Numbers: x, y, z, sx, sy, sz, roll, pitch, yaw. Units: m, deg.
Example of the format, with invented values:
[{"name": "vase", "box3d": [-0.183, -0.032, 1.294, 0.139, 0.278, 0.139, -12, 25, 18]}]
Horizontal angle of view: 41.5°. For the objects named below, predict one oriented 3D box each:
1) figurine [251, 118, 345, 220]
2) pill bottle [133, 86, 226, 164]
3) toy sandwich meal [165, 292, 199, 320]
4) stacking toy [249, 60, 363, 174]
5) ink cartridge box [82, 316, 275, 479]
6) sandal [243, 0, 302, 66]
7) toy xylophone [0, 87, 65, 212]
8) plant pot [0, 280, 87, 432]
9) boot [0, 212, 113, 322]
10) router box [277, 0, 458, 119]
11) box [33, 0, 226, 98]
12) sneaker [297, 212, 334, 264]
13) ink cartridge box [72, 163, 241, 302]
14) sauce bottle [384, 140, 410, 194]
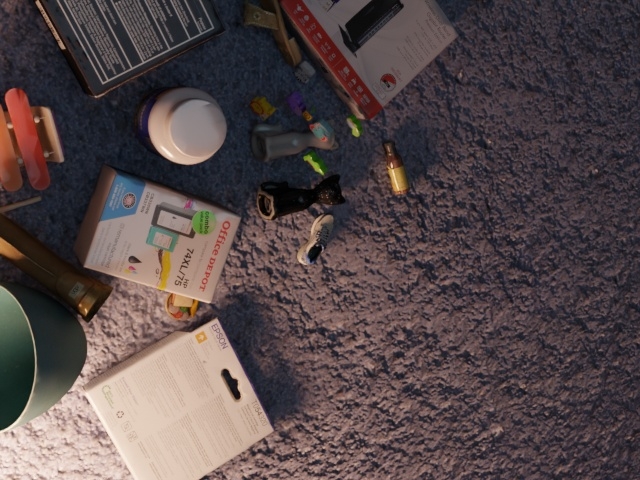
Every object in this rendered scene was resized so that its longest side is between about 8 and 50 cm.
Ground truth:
[{"name": "figurine", "box3d": [-0.041, -0.167, 1.911, 0.210, 0.092, 0.214, -12, 103, -28]}, {"name": "pill bottle", "box3d": [-0.278, -0.232, 1.692, 0.153, 0.272, 0.152, -4, 101, -22]}, {"name": "toy sandwich meal", "box3d": [-0.305, 0.139, 1.881, 0.086, 0.029, 0.085, -4, 101, -21]}, {"name": "stacking toy", "box3d": [-0.025, -0.269, 1.854, 0.221, 0.052, 0.167, 47, 59, -6]}, {"name": "ink cartridge box", "box3d": [-0.312, 0.380, 1.903, 0.330, 0.071, 0.324, -29, 109, -18]}, {"name": "sandal", "box3d": [-0.126, -0.470, 1.813, 0.079, 0.088, 0.240, -35, 116, -14]}, {"name": "toy xylophone", "box3d": [-0.657, -0.149, 1.642, 0.323, 0.081, 0.236, -26, 113, -20]}, {"name": "plant pot", "box3d": [-0.582, 0.219, 1.676, 0.195, 0.290, 0.290, -1, 102, -57]}, {"name": "boot", "box3d": [-0.553, 0.049, 1.702, 0.270, 0.236, 0.089, 36, 73, -4]}, {"name": "router box", "box3d": [0.101, -0.497, 1.902, 0.301, 0.082, 0.335, -45, 112, -9]}, {"name": "box", "box3d": [-0.392, -0.476, 1.650, 0.294, 0.183, 0.296, -30, 111, -13]}, {"name": "sneaker", "box3d": [0.000, 0.000, 1.965, 0.052, 0.058, 0.135, 28, 88, -24]}, {"name": "ink cartridge box", "box3d": [-0.340, -0.016, 1.747, 0.270, 0.197, 0.198, 18, 93, -24]}, {"name": "sauce bottle", "box3d": [0.181, -0.175, 2.017, 0.042, 0.042, 0.128, -21, 105, -18]}]
